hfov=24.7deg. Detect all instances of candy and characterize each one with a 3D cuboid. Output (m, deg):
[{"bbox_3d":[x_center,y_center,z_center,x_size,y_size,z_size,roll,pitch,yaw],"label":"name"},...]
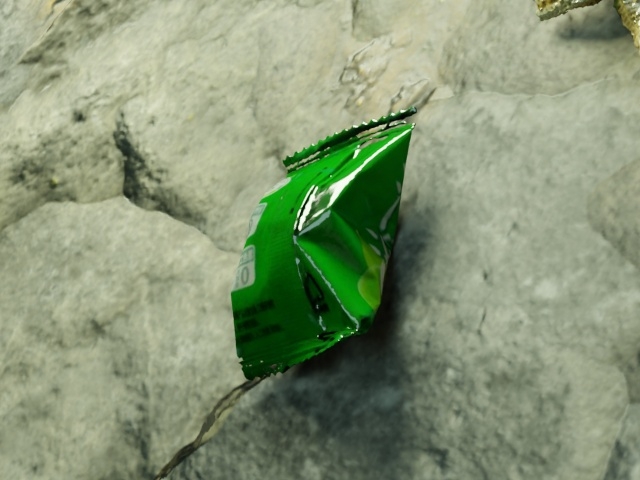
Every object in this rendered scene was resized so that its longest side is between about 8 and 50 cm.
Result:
[{"bbox_3d":[-0.001,-0.002,1.096,0.141,0.078,0.203,-7,56,33],"label":"candy"}]

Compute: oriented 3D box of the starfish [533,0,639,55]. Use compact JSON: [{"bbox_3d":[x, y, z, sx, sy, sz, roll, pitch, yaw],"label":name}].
[{"bbox_3d":[0.218,-0.206,1.065,0.150,0.053,0.209,-28,53,27],"label":"starfish"}]
